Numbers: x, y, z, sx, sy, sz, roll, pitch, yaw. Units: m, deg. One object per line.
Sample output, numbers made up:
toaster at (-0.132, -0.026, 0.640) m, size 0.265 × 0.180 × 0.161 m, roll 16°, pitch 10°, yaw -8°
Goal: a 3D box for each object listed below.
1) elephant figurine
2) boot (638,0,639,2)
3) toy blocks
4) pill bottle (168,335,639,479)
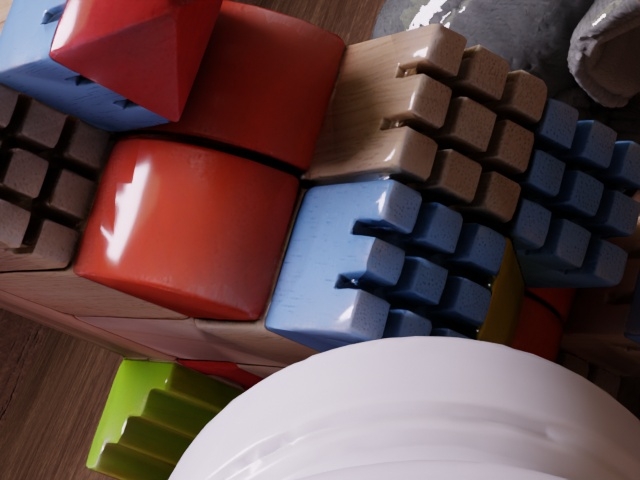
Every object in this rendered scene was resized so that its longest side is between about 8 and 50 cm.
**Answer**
elephant figurine at (0.135, -0.143, 0.825) m, size 0.239 × 0.169 × 0.186 m, roll -53°, pitch 7°, yaw 45°
boot at (0.192, -0.065, 0.490) m, size 0.152 × 0.197 × 0.073 m, roll -36°, pitch -5°, yaw -25°
toy blocks at (0.000, 0.000, 0.630) m, size 0.261 × 0.381 × 0.190 m, roll -4°, pitch 65°, yaw 57°
pill bottle at (0.025, 0.177, 0.375) m, size 0.210 × 0.210 × 0.363 m, roll -54°, pitch 12°, yaw 22°
